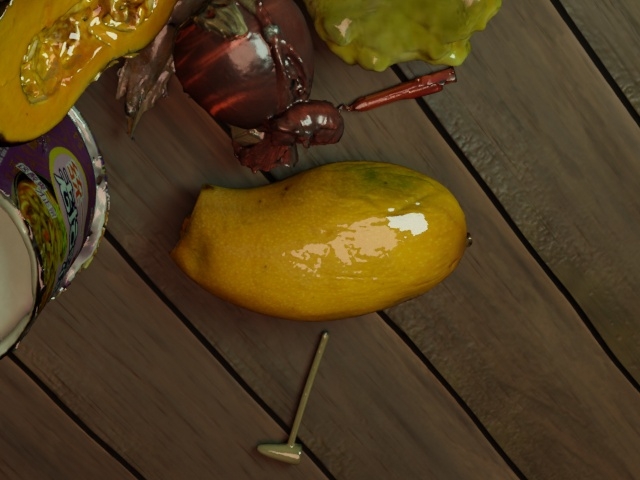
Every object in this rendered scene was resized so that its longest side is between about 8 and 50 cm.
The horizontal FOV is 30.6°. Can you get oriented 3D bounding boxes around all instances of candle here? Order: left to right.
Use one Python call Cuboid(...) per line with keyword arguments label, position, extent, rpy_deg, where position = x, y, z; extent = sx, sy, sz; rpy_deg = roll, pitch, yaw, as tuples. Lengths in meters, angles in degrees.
Cuboid(label="candle", position=(0.080, -0.171, 1.387), extent=(0.167, 0.021, 0.026), rpy_deg=(-17, 111, 1))

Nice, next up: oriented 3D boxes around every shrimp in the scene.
Cuboid(label="shrimp", position=(-0.159, -0.209, 1.340), extent=(0.126, 0.047, 0.223), rpy_deg=(21, 107, -23))

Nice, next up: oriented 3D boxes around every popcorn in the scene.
Cuboid(label="popcorn", position=(0.076, -0.306, 1.262), extent=(0.266, 0.192, 0.233), rpy_deg=(22, 126, 11))

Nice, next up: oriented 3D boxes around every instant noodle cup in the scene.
Cuboid(label="instant noodle cup", position=(-0.404, -0.012, 1.274), extent=(0.339, 0.266, 0.340), rpy_deg=(-2, 112, -6))

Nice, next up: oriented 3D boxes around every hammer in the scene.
Cuboid(label="hammer", position=(-0.031, 0.201, 1.527), extent=(0.060, 0.028, 0.195), rpy_deg=(16, 106, -4))

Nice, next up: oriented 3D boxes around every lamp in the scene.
Cuboid(label="lamp", position=(-0.083, -0.180, 1.275), extent=(0.151, 0.215, 0.223), rpy_deg=(-15, 95, -20))

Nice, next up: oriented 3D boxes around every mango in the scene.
Cuboid(label="mango", position=(-0.001, 0.004, 1.387), extent=(0.359, 0.144, 0.187), rpy_deg=(-9, 101, 4))

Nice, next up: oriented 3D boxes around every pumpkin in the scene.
Cuboid(label="pumpkin", position=(-0.312, -0.270, 1.175), extent=(0.232, 0.325, 0.242), rpy_deg=(31, 144, 14))
